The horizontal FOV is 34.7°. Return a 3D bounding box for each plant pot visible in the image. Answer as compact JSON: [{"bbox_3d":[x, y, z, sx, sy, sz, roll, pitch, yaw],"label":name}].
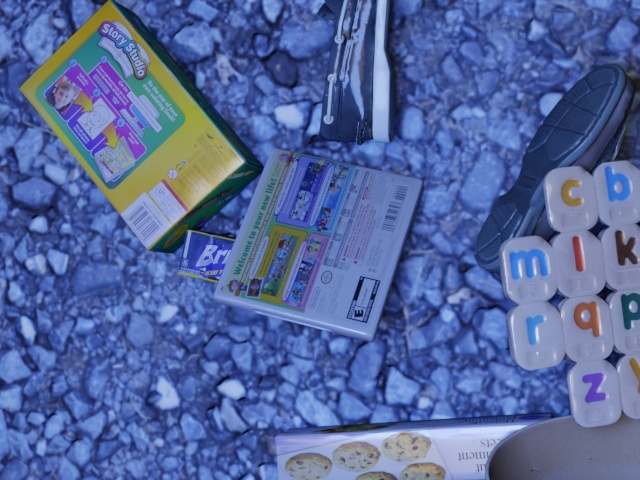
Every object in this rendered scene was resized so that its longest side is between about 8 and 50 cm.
[{"bbox_3d":[0.306,0.315,1.009,0.284,0.284,0.190,1,105,14],"label":"plant pot"}]

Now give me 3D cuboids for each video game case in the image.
[{"bbox_3d":[0.000,0.000,1.200,0.193,0.023,0.212,13,65,14],"label":"video game case"}]

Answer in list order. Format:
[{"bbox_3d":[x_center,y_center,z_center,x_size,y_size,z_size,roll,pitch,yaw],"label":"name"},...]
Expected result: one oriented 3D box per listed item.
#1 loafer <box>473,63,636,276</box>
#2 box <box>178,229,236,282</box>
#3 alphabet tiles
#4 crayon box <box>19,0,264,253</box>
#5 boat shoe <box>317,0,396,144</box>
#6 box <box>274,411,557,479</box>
[{"bbox_3d":[0.276,-0.070,1.160,0.084,0.096,0.267,29,99,-26],"label":"loafer"},{"bbox_3d":[-0.084,0.031,1.250,0.169,0.054,0.059,12,91,13],"label":"box"},{"bbox_3d":[0.332,0.053,1.105,0.284,0.021,0.277,-7,88,-12],"label":"alphabet tiles"},{"bbox_3d":[-0.223,-0.141,1.276,0.165,0.081,0.278,-41,79,9],"label":"crayon box"},{"bbox_3d":[0.041,-0.264,1.199,0.091,0.114,0.302,1,88,8],"label":"boat shoe"},{"bbox_3d":[0.108,0.245,1.191,0.324,0.063,0.067,-5,88,14],"label":"box"}]
